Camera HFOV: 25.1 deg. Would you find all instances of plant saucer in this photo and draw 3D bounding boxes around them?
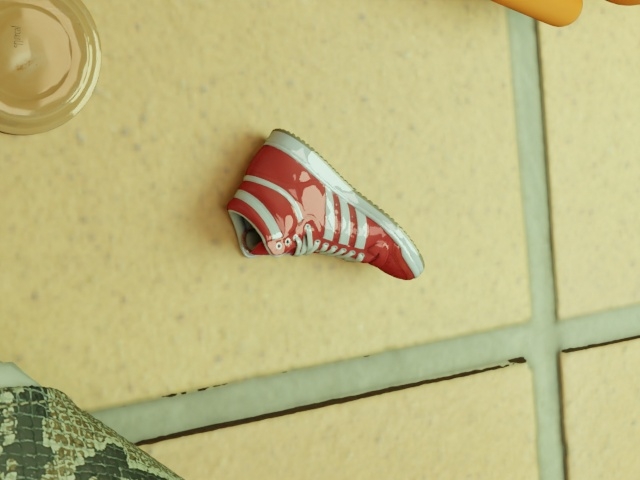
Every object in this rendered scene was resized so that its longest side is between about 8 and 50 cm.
[{"bbox_3d":[-0.151,-0.095,0.731,0.083,0.013,0.084,-2,94,-27],"label":"plant saucer"}]

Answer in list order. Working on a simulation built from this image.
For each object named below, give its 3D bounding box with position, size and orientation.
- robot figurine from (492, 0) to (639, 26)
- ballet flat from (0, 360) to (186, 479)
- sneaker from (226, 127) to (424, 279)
[{"bbox_3d":[0.148,-0.212,0.812,0.219,0.128,0.158,21,127,-27],"label":"robot figurine"},{"bbox_3d":[-0.268,0.100,0.619,0.482,0.164,0.182,-6,76,-25],"label":"ballet flat"},{"bbox_3d":[0.000,0.000,0.799,0.118,0.042,0.067,40,72,-16],"label":"sneaker"}]
